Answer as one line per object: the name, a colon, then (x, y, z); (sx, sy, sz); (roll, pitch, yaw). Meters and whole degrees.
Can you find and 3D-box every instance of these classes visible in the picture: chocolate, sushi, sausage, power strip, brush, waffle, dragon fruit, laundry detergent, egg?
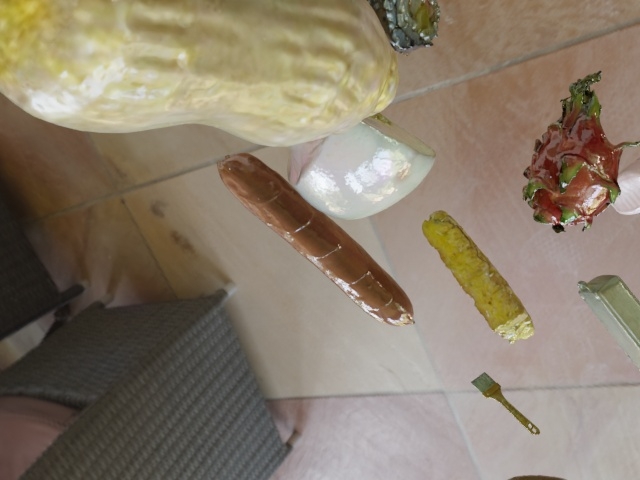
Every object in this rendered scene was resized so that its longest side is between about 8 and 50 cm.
chocolate: (-0.066, -0.130, 0.420); (0.134, 0.309, 0.134); (2, 93, 46)
sushi: (0.110, -0.468, 1.326); (0.219, 0.238, 0.225); (-4, 81, 48)
sausage: (0.000, 0.001, 1.089); (0.433, 0.088, 0.088); (41, 130, -3)
power strip: (0.517, 0.162, 1.047); (0.052, 0.078, 0.272); (-37, 88, -5)
brush: (0.513, 0.452, 1.789); (0.218, 0.082, 0.010); (44, 130, 23)
waffle: (0.255, 0.058, 1.035); (0.057, 0.219, 0.229); (-37, 60, 12)
dragon fruit: (0.381, -0.125, 0.949); (0.137, 0.135, 0.236); (22, 94, 0)
laundry detergent: (0.719, -0.175, 1.294); (0.088, 0.335, 0.159); (53, 161, 9)
egg: (0.039, -0.108, 0.927); (0.206, 0.271, 0.161); (29, 107, -5)

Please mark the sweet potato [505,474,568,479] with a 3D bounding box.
sweet potato: (0.270, 0.439, 0.972); (0.370, 0.158, 0.158); (-42, 93, 23)
